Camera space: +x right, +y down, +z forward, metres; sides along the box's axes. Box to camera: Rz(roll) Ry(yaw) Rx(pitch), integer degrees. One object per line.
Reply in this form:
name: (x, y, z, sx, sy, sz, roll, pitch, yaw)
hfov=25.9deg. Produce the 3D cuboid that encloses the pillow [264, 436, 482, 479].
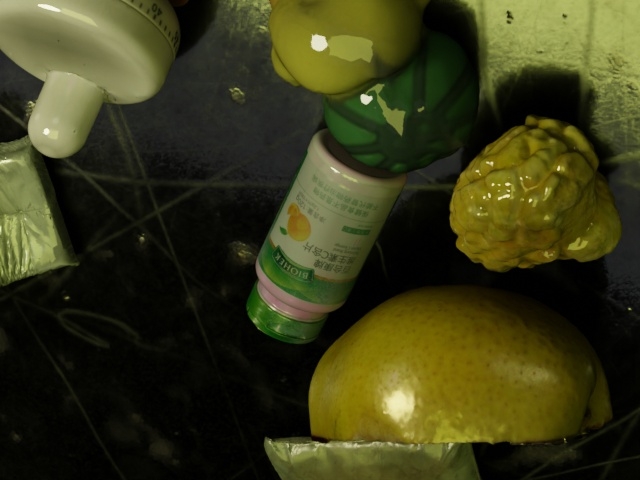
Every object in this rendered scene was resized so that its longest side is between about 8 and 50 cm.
pillow: (0.076, 0.327, 1.953, 0.303, 0.075, 0.185, -6, 133, 16)

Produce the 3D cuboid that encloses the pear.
pear: (0.168, 0.151, 1.755, 0.387, 0.340, 0.191, -4, 88, 31)

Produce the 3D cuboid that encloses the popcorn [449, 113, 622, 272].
popcorn: (0.264, -0.041, 1.682, 0.203, 0.200, 0.226, 33, 119, 0)

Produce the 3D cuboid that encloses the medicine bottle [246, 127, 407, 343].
medicine bottle: (0.000, 0.000, 1.788, 0.133, 0.133, 0.274, 24, 119, -2)

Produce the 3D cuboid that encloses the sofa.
sofa: (-0.458, -0.001, 1.825, 0.176, 0.225, 0.210, -6, 112, 18)

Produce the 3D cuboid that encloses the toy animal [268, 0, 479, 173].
toy animal: (0.051, -0.224, 1.630, 0.216, 0.191, 0.338, -30, 106, 17)

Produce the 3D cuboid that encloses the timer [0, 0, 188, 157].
timer: (-0.291, -0.235, 1.667, 0.234, 0.240, 0.233, 17, 160, 6)
